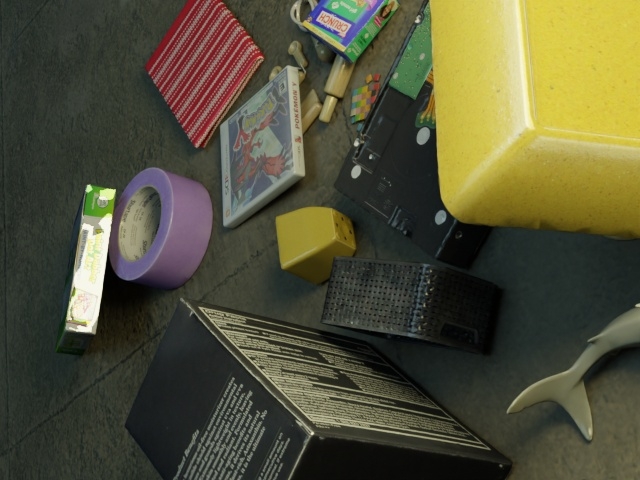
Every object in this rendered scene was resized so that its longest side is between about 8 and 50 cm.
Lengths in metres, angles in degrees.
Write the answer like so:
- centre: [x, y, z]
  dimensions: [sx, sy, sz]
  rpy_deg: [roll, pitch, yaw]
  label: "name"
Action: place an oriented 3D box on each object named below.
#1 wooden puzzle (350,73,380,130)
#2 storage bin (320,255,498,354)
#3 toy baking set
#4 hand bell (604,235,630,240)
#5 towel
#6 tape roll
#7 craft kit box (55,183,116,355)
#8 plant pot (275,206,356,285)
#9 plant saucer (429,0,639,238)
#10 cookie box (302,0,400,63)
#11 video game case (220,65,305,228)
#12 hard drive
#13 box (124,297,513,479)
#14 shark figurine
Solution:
- centre: [0.061, -0.191, 1.470]
  dimensions: [0.049, 0.006, 0.083]
  rpy_deg: [-11, 68, 47]
  label: "wooden puzzle"
- centre: [0.101, 0.074, 1.231]
  dimensions: [0.180, 0.122, 0.084]
  rpy_deg: [5, 81, 50]
  label: "storage bin"
- centre: [-0.007, -0.283, 1.567]
  dimensions: [0.196, 0.030, 0.256]
  rpy_deg: [31, 100, 50]
  label: "toy baking set"
- centre: [0.236, -0.088, 1.038]
  dimensions: [0.126, 0.242, 0.126]
  rpy_deg: [-21, 61, 45]
  label: "hand bell"
- centre: [-0.200, -0.303, 1.804]
  dimensions: [0.199, 0.031, 0.275]
  rpy_deg: [-53, 45, 19]
  label: "towel"
- centre: [-0.262, -0.018, 1.730]
  dimensions: [0.189, 0.080, 0.189]
  rpy_deg: [-21, 62, 45]
  label: "tape roll"
- centre: [-0.404, 0.058, 1.814]
  dimensions: [0.250, 0.060, 0.247]
  rpy_deg: [142, 138, -68]
  label: "craft kit box"
- centre: [0.000, 0.000, 1.417]
  dimensions: [0.083, 0.081, 0.082]
  rpy_deg: [-25, 57, 30]
  label: "plant pot"
- centre: [0.269, -0.170, 0.960]
  dimensions: [0.081, 0.332, 0.333]
  rpy_deg: [126, 146, -65]
  label: "plant saucer"
- centre: [0.042, -0.314, 1.476]
  dimensions: [0.092, 0.040, 0.107]
  rpy_deg: [39, 92, 33]
  label: "cookie box"
- centre: [-0.092, -0.138, 1.600]
  dimensions: [0.201, 0.023, 0.184]
  rpy_deg: [-33, 53, 46]
  label: "video game case"
- centre: [0.168, -0.165, 1.290]
  dimensions: [0.237, 0.064, 0.339]
  rpy_deg: [38, 106, 49]
  label: "hard drive"
- centre: [-0.009, 0.226, 1.168]
  dimensions: [0.294, 0.296, 0.183]
  rpy_deg: [38, 106, 50]
  label: "box"
- centre: [0.307, 0.091, 0.994]
  dimensions: [0.278, 0.116, 0.166]
  rpy_deg: [-15, 64, 44]
  label: "shark figurine"
